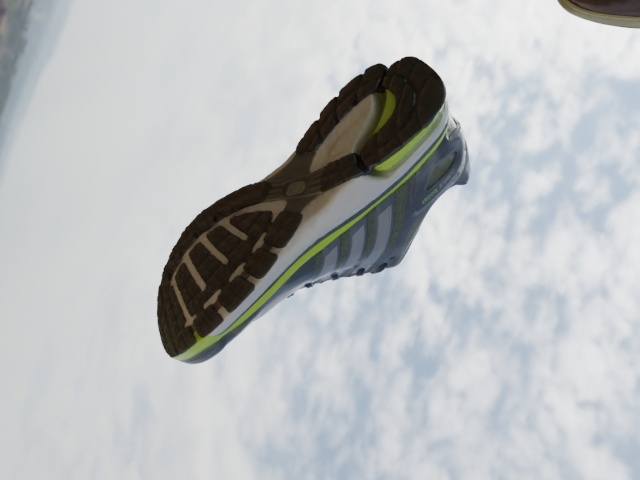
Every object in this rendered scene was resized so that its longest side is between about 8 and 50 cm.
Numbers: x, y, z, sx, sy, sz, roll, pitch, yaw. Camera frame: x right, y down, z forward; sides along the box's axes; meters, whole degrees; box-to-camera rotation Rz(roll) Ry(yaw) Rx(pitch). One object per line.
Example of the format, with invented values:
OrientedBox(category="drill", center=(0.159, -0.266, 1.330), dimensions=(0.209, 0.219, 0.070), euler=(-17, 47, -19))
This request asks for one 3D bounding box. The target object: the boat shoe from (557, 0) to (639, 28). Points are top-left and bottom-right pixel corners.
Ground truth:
OrientedBox(category="boat shoe", center=(0.392, -0.290, 1.100), dimensions=(0.123, 0.342, 0.123), euler=(52, 43, -59))

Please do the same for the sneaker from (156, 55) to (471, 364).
OrientedBox(category="sneaker", center=(0.000, 0.000, 0.883), dimensions=(0.300, 0.121, 0.111), euler=(-39, -136, 10))
